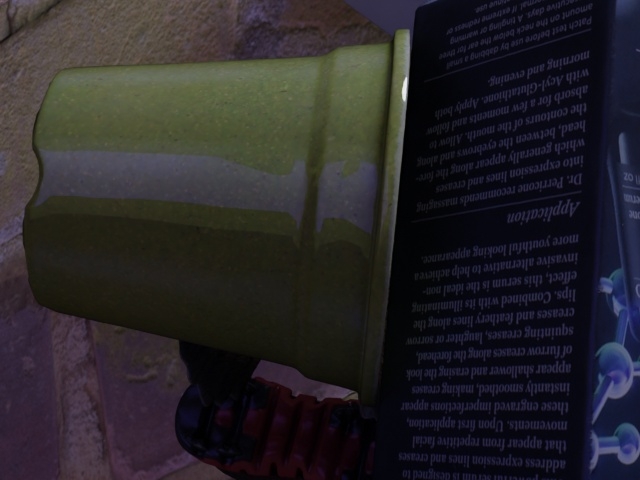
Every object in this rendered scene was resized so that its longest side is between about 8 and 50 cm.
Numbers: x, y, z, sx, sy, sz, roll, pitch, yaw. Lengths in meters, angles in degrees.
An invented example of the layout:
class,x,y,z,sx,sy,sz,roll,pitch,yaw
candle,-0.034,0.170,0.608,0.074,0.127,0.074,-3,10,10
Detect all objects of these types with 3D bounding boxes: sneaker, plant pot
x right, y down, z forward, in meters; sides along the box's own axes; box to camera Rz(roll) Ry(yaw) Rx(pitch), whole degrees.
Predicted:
class,x,y,z,sx,sy,sz,roll,pitch,yaw
sneaker,0.007,0.197,1.206,0.276,0.135,0.098,13,72,15
plant pot,-0.073,-0.028,0.958,0.253,0.276,0.276,6,79,3

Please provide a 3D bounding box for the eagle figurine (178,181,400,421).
class,x,y,z,sx,sy,sz,roll,pitch,yaw
eagle figurine,0.004,0.009,1.161,0.226,0.225,0.298,-27,32,17

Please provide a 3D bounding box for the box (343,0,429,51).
class,x,y,z,sx,sy,sz,roll,pitch,yaw
box,0.049,-0.310,1.078,0.322,0.058,0.232,39,133,25

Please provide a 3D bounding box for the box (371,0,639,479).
class,x,y,z,sx,sy,sz,roll,pitch,yaw
box,0.224,0.030,0.934,0.212,0.293,0.396,-10,71,54
